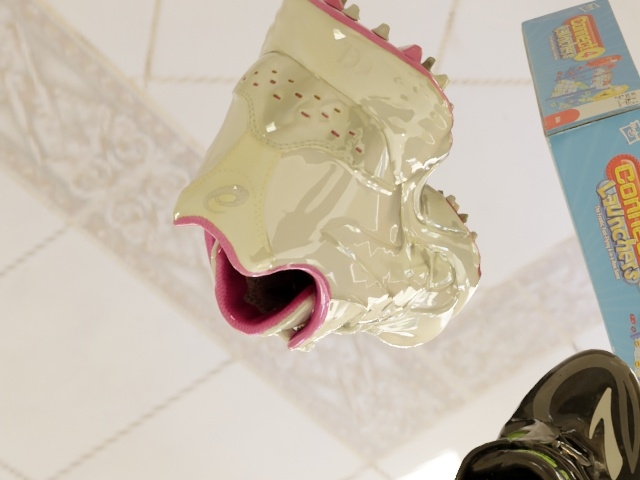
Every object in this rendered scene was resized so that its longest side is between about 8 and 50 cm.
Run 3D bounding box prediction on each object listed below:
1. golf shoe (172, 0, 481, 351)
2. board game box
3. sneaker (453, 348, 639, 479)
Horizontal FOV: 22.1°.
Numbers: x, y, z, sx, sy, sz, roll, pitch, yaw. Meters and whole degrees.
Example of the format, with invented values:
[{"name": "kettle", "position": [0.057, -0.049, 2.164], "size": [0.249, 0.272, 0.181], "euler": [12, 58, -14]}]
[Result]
[{"name": "golf shoe", "position": [0.000, 0.000, 0.820], "size": [0.140, 0.115, 0.306], "euler": [-52, 156, -14]}, {"name": "board game box", "position": [0.267, -0.021, 1.434], "size": [0.086, 0.302, 0.308], "euler": [-17, 112, 10]}, {"name": "sneaker", "position": [0.087, 0.104, 0.638], "size": [0.067, 0.188, 0.078], "euler": [32, 134, 13]}]
